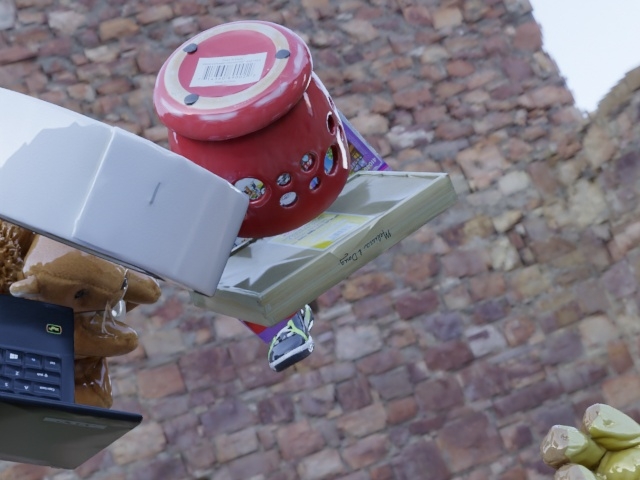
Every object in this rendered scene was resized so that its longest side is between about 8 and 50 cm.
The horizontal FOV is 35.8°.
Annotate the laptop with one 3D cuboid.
[{"bbox_3d":[-0.245,0.049,0.587,0.234,0.264,0.137,14,-63,-22],"label":"laptop"}]

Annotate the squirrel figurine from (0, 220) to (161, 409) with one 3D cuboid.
[{"bbox_3d":[-0.475,0.068,1.682,0.370,0.397,0.281,107,-171,-68],"label":"squirrel figurine"}]

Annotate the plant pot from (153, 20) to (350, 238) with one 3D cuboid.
[{"bbox_3d":[-0.075,-0.127,1.058,0.191,0.191,0.174,-21,-44,-3],"label":"plant pot"}]

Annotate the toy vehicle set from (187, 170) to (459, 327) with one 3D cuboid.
[{"bbox_3d":[0.000,0.000,1.076,0.266,0.035,0.166,-33,21,-26],"label":"toy vehicle set"}]

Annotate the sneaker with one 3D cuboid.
[{"bbox_3d":[-0.069,0.145,1.713,0.084,0.097,0.235,-31,15,9],"label":"sneaker"}]

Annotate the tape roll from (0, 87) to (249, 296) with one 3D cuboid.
[{"bbox_3d":[-0.212,-0.042,0.908,0.286,0.100,0.286,21,-7,3],"label":"tape roll"}]

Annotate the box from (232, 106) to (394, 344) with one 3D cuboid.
[{"bbox_3d":[-0.047,-0.034,1.327,0.293,0.201,0.057,-47,23,-5],"label":"box"}]

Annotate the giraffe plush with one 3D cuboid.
[{"bbox_3d":[0.392,0.332,1.318,0.210,0.181,0.171,-7,-42,-13],"label":"giraffe plush"}]
